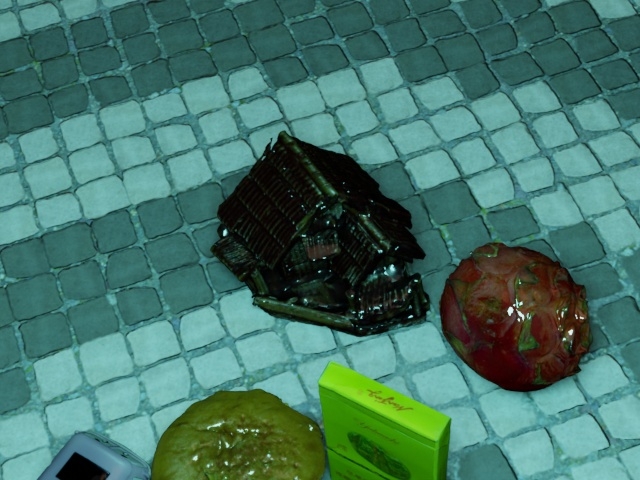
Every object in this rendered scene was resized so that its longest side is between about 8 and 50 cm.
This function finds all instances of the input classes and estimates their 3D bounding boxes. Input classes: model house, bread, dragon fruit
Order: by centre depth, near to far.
[{"bbox_3d":[-0.125,0.344,1.944,0.268,0.146,0.268,-1,51,1],"label":"bread"},{"bbox_3d":[0.309,0.121,2.027,0.252,0.241,0.241,29,59,3],"label":"dragon fruit"},{"bbox_3d":[0.000,0.000,2.095,0.297,0.283,0.317,-27,57,-16],"label":"model house"}]

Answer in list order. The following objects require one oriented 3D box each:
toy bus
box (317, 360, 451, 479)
[{"bbox_3d":[-0.351,0.391,1.919,0.142,0.142,0.202,26,59,20],"label":"toy bus"},{"bbox_3d":[0.093,0.302,1.844,0.187,0.335,0.047,25,62,19],"label":"box"}]
